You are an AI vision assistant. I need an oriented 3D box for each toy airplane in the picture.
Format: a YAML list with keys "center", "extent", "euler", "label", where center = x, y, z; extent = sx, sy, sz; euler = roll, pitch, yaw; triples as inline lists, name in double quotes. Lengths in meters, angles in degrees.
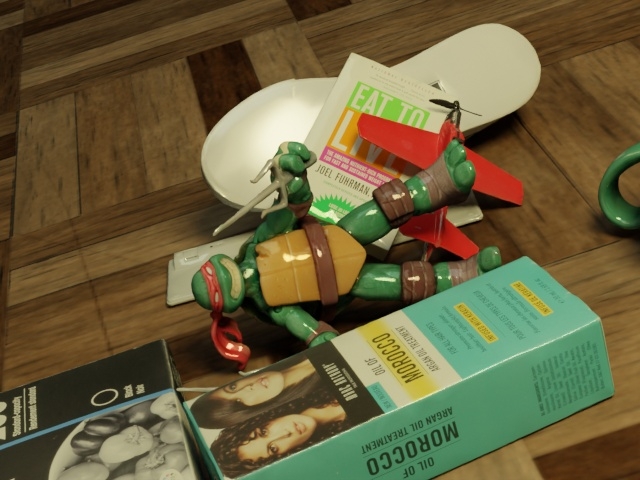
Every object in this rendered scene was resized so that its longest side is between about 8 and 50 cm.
- center: [0.091, -0.044, 1.033]
  extent: [0.151, 0.151, 0.028]
  euler: [-36, 0, -32]
  label: "toy airplane"

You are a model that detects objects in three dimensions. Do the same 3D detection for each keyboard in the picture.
- center: [0.000, 0.000, 1.095]
  extent: [0.256, 0.014, 0.072]
  euler: [-16, 33, 3]
  label: "keyboard"

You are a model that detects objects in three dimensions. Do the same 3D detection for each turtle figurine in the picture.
- center: [-0.001, 0.015, 0.932]
  extent: [0.234, 0.175, 0.118]
  euler: [-15, 9, -12]
  label: "turtle figurine"

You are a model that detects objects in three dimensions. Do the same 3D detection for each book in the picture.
- center: [0.036, -0.067, 1.068]
  extent: [0.096, 0.035, 0.144]
  euler: [25, 67, 1]
  label: "book"

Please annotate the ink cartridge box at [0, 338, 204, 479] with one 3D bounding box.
- center: [-0.180, 0.158, 0.872]
  extent: [0.208, 0.045, 0.206]
  euler: [-21, 28, -3]
  label: "ink cartridge box"

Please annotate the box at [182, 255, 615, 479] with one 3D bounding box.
- center: [0.047, 0.097, 0.840]
  extent: [0.244, 0.060, 0.100]
  euler: [-23, 28, -11]
  label: "box"

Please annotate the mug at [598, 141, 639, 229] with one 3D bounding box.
- center: [0.268, -0.036, 0.916]
  extent: [0.158, 0.097, 0.129]
  euler: [-11, 29, 10]
  label: "mug"

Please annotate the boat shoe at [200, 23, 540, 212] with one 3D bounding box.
- center: [0.038, -0.095, 1.153]
  extent: [0.301, 0.108, 0.102]
  euler: [-25, -7, -16]
  label: "boat shoe"
